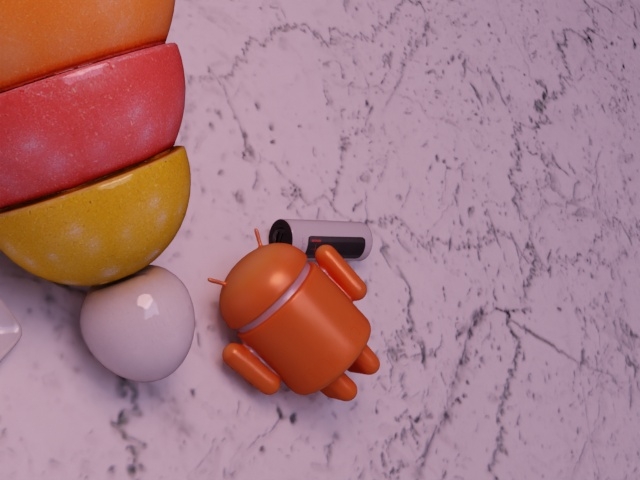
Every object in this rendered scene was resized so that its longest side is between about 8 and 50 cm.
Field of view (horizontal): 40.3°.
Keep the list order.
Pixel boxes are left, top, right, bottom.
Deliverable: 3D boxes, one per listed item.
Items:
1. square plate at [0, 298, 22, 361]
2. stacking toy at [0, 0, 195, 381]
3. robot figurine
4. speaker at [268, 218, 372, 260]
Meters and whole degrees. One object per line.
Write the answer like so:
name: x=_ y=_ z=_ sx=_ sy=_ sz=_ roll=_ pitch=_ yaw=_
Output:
square plate: x=-0.441 y=0.051 z=0.687 sx=0.344 sy=0.049 sz=0.347 roll=60 pitch=31 yaw=-21
stacking toy: x=-0.243 y=-0.076 z=0.858 sx=0.350 sy=0.350 sz=0.480 roll=-28 pitch=105 yaw=-43
robot figurine: x=-0.028 y=0.091 z=1.026 sx=0.219 sy=0.158 sz=0.128 roll=47 pitch=20 yaw=-12
speaker: x=0.000 y=0.000 z=1.139 sx=0.136 sy=0.055 sz=0.055 roll=2 pitch=69 yaw=-39
